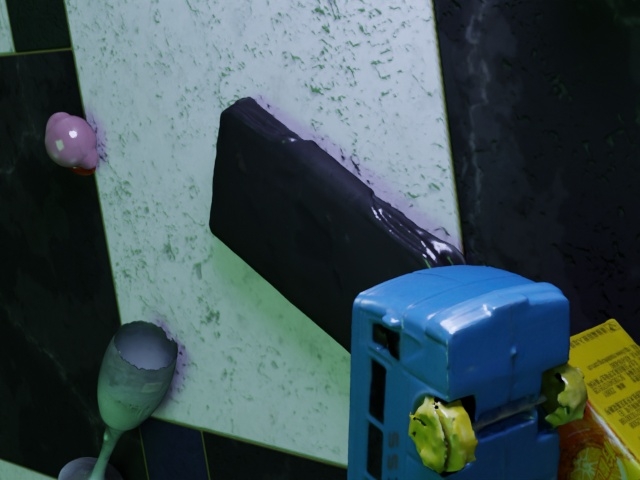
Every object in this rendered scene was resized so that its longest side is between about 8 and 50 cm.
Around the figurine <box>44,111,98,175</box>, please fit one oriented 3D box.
[{"bbox_3d":[-0.322,-0.125,1.777,0.083,0.067,0.071,45,156,8],"label":"figurine"}]

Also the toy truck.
[{"bbox_3d":[0.110,0.206,1.154,0.162,0.161,0.385,31,127,49],"label":"toy truck"}]

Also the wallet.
[{"bbox_3d":[0.000,0.000,1.463,0.377,0.051,0.197,38,132,35],"label":"wallet"}]

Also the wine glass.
[{"bbox_3d":[-0.222,0.296,1.791,0.264,0.096,0.309,51,135,27],"label":"wine glass"}]

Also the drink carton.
[{"bbox_3d":[0.296,0.249,1.162,0.351,0.111,0.154,52,137,23],"label":"drink carton"}]
